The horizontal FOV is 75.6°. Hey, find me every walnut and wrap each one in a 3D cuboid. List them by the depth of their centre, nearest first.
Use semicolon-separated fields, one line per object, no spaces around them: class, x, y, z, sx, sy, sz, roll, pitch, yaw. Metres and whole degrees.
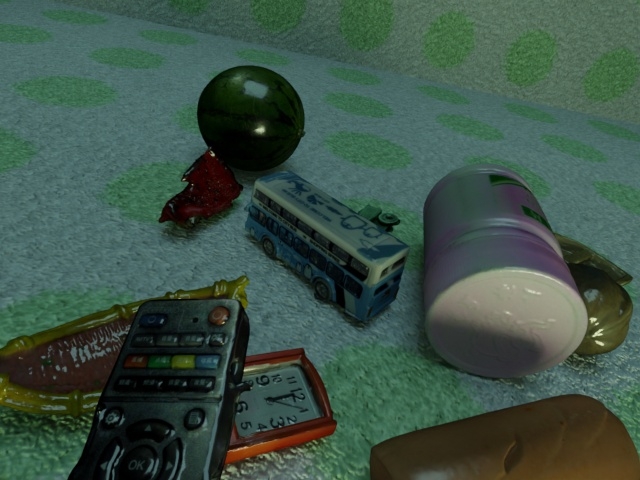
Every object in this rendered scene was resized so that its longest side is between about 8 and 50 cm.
walnut;0.431;0.110;0.684;0.140;0.140;0.162;23;38;15

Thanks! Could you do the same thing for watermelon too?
watermelon;-0.156;-0.275;0.946;0.241;0.243;0.243;9;35;-6

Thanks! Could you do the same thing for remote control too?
remote control;-0.143;0.224;0.337;0.144;0.062;0.399;-1;47;6

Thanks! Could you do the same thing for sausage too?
sausage;0.202;0.244;0.436;0.303;0.121;0.121;-3;38;-20

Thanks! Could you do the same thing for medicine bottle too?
medicine bottle;0.275;0.030;0.678;0.211;0.212;0.326;15;35;3

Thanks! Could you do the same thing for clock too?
clock;-0.069;0.192;0.478;0.154;0.061;0.113;-2;37;-27

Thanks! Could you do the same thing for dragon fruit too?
dragon fruit;-0.217;-0.085;0.772;0.092;0.123;0.192;30;33;-1

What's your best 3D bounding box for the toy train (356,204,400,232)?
toy train;0.089;-0.011;0.805;0.099;0.070;0.172;20;36;23

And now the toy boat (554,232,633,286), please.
toy boat;0.523;0.052;0.861;0.115;0.061;0.188;-12;42;-29

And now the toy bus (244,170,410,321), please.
toy bus;0.000;0.000;0.703;0.297;0.131;0.106;36;40;28

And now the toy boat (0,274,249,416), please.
toy boat;-0.226;0.122;0.493;0.317;0.099;0.141;-15;47;-38
